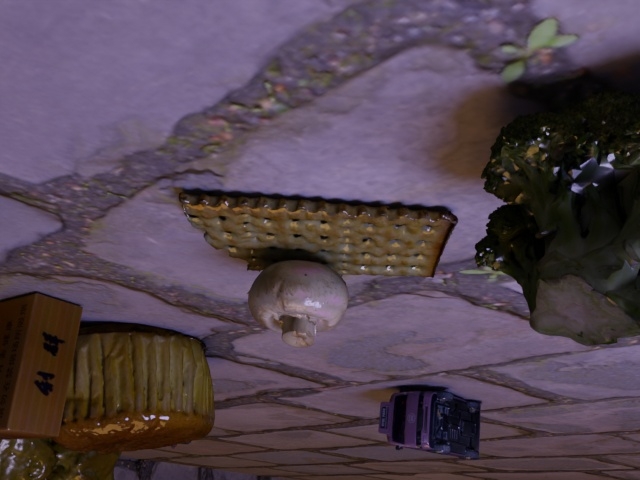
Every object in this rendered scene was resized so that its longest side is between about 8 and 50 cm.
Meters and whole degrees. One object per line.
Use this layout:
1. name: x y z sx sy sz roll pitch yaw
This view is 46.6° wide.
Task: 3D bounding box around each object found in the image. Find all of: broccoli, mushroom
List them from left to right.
1. mushroom: -0.018 0.051 0.608 0.083 0.067 0.083 5 150 3
2. broccoli: 0.156 -0.008 0.395 0.162 0.138 0.146 1 129 45

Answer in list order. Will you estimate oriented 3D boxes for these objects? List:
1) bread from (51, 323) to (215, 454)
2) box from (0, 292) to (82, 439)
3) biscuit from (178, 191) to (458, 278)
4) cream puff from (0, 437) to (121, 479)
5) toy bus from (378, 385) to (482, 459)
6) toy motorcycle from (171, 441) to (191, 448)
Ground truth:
1. bread: -0.257 0.208 0.994 0.227 0.142 0.253 -4 157 -12
2. box: -0.387 0.157 0.880 0.237 0.152 0.070 -11 154 36
3. biscuit: 0.000 0.001 0.594 0.203 0.016 0.144 3 158 3
4. cream puff: -0.436 0.340 1.090 0.274 0.323 0.270 24 177 -9
5. toy bus: 0.182 0.292 1.182 0.108 0.096 0.199 -5 160 34
6. toy motorcycle: -0.328 0.321 1.356 0.221 0.102 0.150 9 146 -10
